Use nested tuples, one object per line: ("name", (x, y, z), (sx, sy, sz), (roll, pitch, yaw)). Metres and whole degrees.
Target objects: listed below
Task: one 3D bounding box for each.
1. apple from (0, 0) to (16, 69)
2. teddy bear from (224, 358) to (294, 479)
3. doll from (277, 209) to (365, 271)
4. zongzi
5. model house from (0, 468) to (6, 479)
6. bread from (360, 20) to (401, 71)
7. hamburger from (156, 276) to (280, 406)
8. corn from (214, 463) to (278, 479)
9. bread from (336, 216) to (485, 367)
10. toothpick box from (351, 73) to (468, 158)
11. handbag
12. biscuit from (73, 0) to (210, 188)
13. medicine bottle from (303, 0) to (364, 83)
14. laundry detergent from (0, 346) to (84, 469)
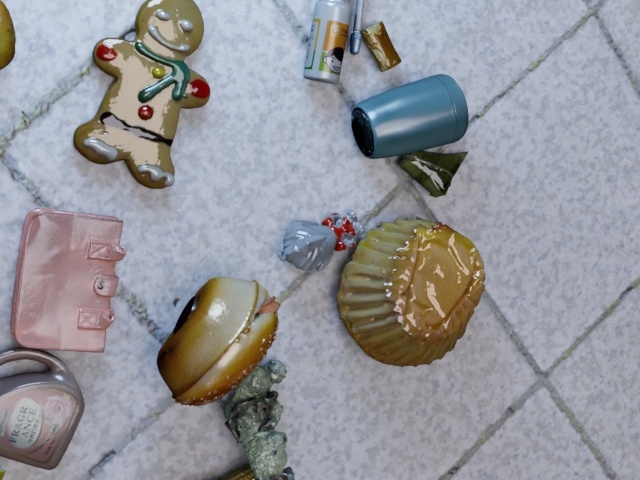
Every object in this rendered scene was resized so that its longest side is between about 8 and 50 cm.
("apple", (-0.489, -0.295, 1.575), (0.102, 0.099, 0.114), (-8, 105, -21))
("teddy bear", (-0.111, 0.308, 1.836), (0.133, 0.111, 0.213), (8, 75, -63))
("doll", (0.000, 0.000, 1.864), (0.180, 0.079, 0.094), (-25, 86, -31))
("zongzi", (0.201, -0.148, 1.947), (0.104, 0.052, 0.113), (42, 67, -18))
("model house", (-0.609, 0.395, 1.503), (0.323, 0.340, 0.300), (21, 91, -30))
("bread", (0.102, -0.329, 1.875), (0.047, 0.036, 0.083), (-39, 112, -28))
("hamburger", (-0.161, 0.161, 1.738), (0.147, 0.237, 0.237), (36, 83, -9))
("corn", (-0.189, 0.445, 1.842), (0.288, 0.086, 0.087), (-23, 107, -22))
("bread", (0.165, 0.091, 1.912), (0.274, 0.149, 0.274), (-1, 92, -22))
("toothpick box", (0.147, -0.205, 1.872), (0.184, 0.120, 0.120), (-18, 105, -18))
("handbag", (-0.388, 0.062, 1.700), (0.157, 0.059, 0.213), (8, 94, -25))
("biscuit", (-0.265, -0.242, 1.716), (0.196, 0.049, 0.302), (22, 88, -28))
("medicine bottle", (0.032, -0.369, 1.824), (0.092, 0.061, 0.221), (7, 95, -34))
("laundry detergent", (-0.481, 0.237, 1.680), (0.237, 0.076, 0.171), (28, 85, -24))
